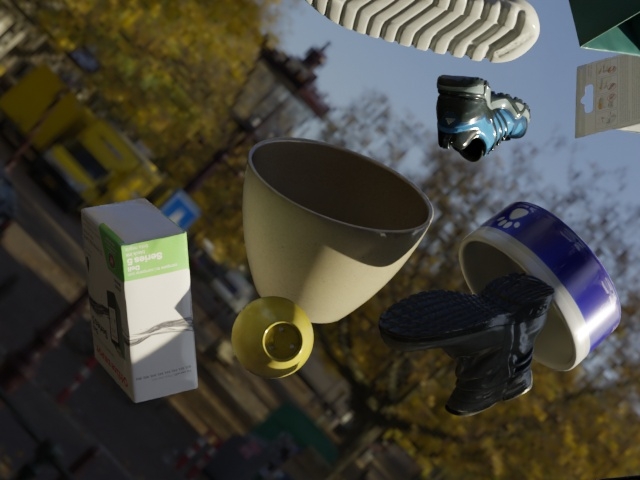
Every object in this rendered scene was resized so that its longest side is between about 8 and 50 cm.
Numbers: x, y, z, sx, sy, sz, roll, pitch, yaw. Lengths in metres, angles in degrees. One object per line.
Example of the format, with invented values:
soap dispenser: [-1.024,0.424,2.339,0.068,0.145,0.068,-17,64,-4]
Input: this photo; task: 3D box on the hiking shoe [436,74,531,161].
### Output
hiking shoe: [0.272,-0.200,2.270,0.113,0.132,0.304,11,0,32]

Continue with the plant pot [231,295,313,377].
plant pot: [-0.069,0.158,2.074,0.134,0.134,0.095,47,-8,-8]

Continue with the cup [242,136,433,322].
cup: [0.000,0.000,2.251,0.331,0.237,0.331,16,25,-8]

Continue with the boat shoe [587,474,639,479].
boat shoe: [0.436,0.346,1.709,0.089,0.258,0.109,63,26,-22]

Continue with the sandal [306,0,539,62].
sandal: [0.129,-0.375,1.938,0.416,0.169,0.102,20,51,-19]

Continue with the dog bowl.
dog bowl: [0.344,0.072,2.060,0.265,0.104,0.265,46,-18,20]

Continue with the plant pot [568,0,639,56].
plant pot: [0.451,-0.414,1.885,0.165,0.166,0.234,-2,71,-43]

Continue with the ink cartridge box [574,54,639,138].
ink cartridge box: [0.599,-0.278,2.448,0.066,0.232,0.189,41,45,-38]

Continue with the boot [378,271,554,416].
boot: [0.167,0.137,1.494,0.083,0.246,0.161,37,-53,46]

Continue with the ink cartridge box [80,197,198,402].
ink cartridge box: [-0.290,0.093,2.081,0.198,0.115,0.273,33,-50,57]
